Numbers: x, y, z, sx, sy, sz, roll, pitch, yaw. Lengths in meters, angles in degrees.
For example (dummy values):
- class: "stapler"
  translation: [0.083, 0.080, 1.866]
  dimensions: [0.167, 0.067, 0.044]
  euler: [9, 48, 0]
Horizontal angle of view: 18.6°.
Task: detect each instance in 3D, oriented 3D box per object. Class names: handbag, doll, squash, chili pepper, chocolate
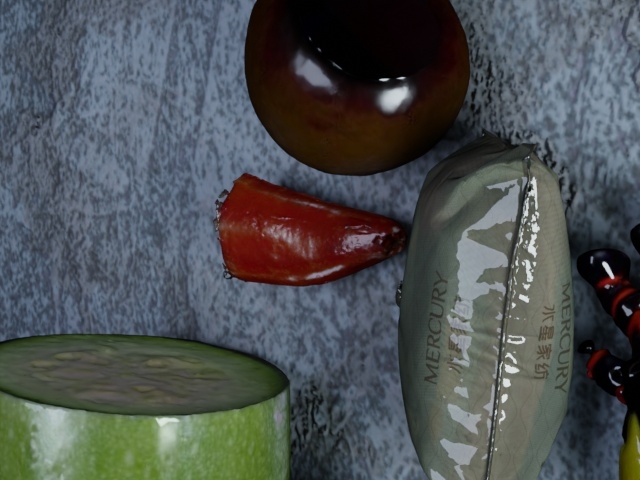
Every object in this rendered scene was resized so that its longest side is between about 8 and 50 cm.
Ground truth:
- class: "handbag"
  translation: [0.110, 0.050, 1.321]
  dimensions: [0.182, 0.117, 0.271]
  euler: [-97, 12, -76]
- class: "doll"
  translation: [0.226, 0.112, 1.231]
  dimensions: [0.127, 0.088, 0.249]
  euler: [117, 142, -69]
- class: "squash"
  translation: [-0.156, 0.284, 1.537]
  dimensions: [0.263, 0.263, 0.385]
  euler: [14, 104, 46]
- class: "chili pepper"
  translation: [0.001, -0.005, 1.488]
  dimensions: [0.169, 0.065, 0.088]
  euler: [4, 113, 42]
- class: "chocolate"
  translation: [0.024, -0.122, 1.391]
  dimensions: [0.176, 0.176, 0.177]
  euler: [6, 99, 47]
